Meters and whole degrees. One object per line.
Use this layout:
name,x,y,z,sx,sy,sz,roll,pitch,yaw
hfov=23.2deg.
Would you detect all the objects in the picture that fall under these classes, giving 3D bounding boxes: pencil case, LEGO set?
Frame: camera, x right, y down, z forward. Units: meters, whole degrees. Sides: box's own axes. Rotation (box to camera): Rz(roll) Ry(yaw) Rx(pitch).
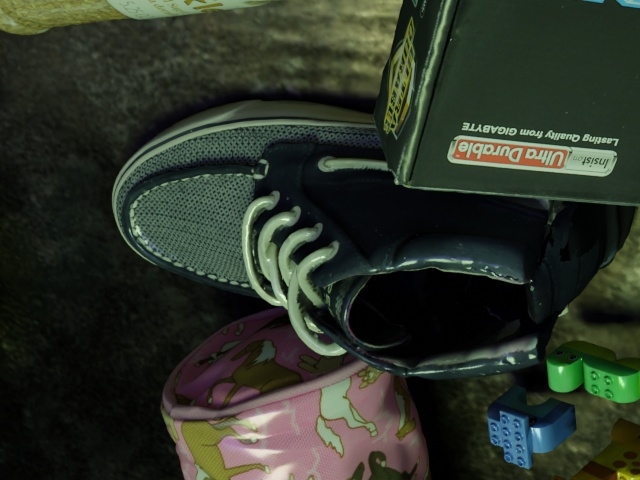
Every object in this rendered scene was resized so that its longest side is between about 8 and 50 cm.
pencil case,0.025,0.228,1.021,0.160,0.167,0.386,-16,108,10
LEGO set,0.144,0.114,0.910,0.227,0.093,0.087,17,127,41

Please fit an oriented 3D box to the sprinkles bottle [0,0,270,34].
sprinkles bottle,-0.031,-0.186,0.846,0.355,0.121,0.121,-2,117,27

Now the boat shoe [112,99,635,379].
boat shoe,0.000,0.000,0.916,0.340,0.158,0.127,-2,117,26

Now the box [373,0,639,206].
box,0.198,-0.148,0.710,0.295,0.073,0.293,5,124,-15
